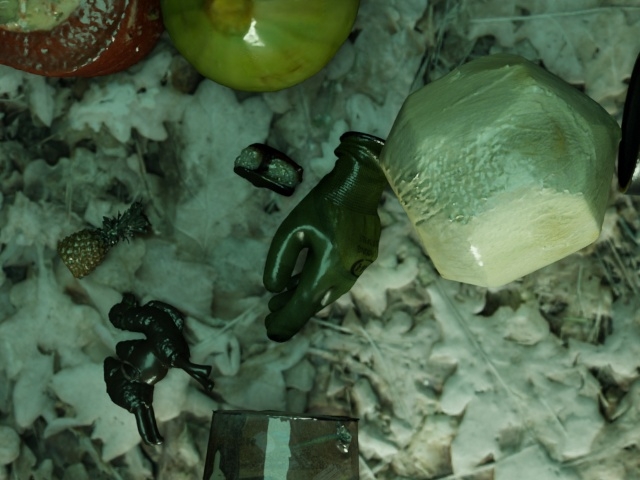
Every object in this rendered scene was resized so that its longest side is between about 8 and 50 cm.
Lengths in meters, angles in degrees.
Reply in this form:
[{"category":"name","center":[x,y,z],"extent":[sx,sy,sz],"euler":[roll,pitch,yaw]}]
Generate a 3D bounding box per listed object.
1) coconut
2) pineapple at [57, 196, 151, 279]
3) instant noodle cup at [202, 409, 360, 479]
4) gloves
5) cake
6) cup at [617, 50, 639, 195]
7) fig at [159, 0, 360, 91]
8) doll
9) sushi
[{"category":"coconut","center":[0.204,-0.085,1.351],"extent":[0.247,0.245,0.245],"euler":[-29,85,6]},{"category":"pineapple","center":[-0.263,-0.006,1.518],"extent":[0.124,0.058,0.058],"euler":[-34,84,-7]},{"category":"instant noodle cup","center":[-0.045,0.298,1.398],"extent":[0.218,0.217,0.207],"euler":[2,83,9]},{"category":"gloves","center":[0.010,0.000,1.439],"extent":[0.107,0.135,0.268],"euler":[29,92,50]},{"category":"cake","center":[-0.331,-0.293,1.484],"extent":[0.283,0.151,0.177],"euler":[21,104,9]},{"category":"cup","center":[0.435,-0.158,1.350],"extent":[0.177,0.166,0.239],"euler":[8,91,6]},{"category":"fig","center":[-0.072,-0.285,1.378],"extent":[0.239,0.271,0.239],"euler":[1,102,5]},{"category":"doll","center":[-0.210,0.147,1.499],"extent":[0.139,0.057,0.165],"euler":[-46,74,7]},{"category":"sushi","center":[-0.061,-0.088,1.494],"extent":[0.083,0.044,0.046],"euler":[25,71,7]}]
